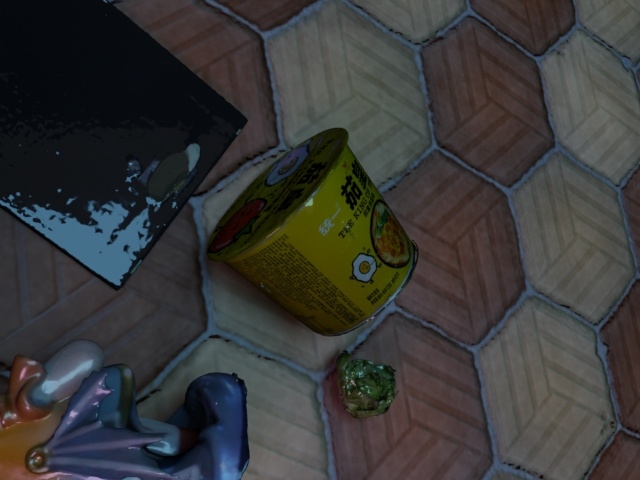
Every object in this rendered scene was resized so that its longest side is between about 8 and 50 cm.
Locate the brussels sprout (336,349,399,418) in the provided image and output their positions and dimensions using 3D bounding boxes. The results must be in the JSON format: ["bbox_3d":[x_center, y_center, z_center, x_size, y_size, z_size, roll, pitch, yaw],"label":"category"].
[{"bbox_3d":[0.049,0.157,0.760,0.085,0.058,0.085,19,36,-14],"label":"brussels sprout"}]

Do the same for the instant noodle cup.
[{"bbox_3d":[0.000,0.000,0.712,0.144,0.182,0.182,47,60,-22],"label":"instant noodle cup"}]

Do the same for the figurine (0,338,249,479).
[{"bbox_3d":[-0.257,0.163,0.495,0.388,0.248,0.277,20,93,-21],"label":"figurine"}]

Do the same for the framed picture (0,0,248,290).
[{"bbox_3d":[-0.257,-0.141,0.693,0.324,0.013,0.244,40,62,-15],"label":"framed picture"}]
